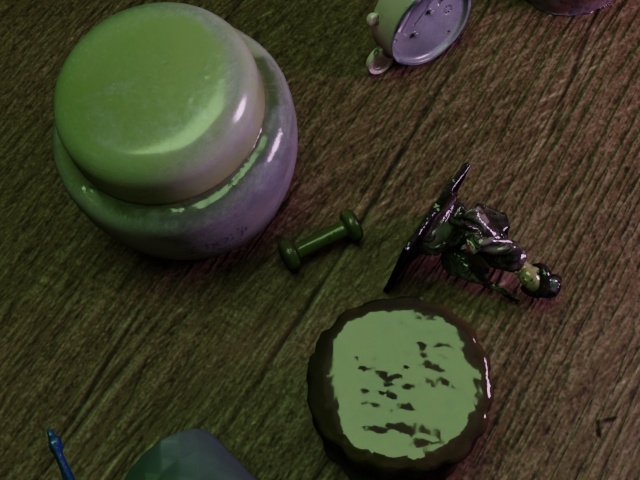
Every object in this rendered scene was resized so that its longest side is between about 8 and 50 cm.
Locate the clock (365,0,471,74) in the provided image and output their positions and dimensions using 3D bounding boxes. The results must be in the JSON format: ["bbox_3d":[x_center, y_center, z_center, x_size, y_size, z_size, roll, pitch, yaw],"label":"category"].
[{"bbox_3d":[0.151,-0.334,1.615,0.063,0.155,0.229,47,107,29],"label":"clock"}]

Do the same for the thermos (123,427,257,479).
[{"bbox_3d":[-0.098,0.359,1.218,0.145,0.182,0.286,-12,40,-42],"label":"thermos"}]

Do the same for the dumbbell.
[{"bbox_3d":[0.000,0.000,1.490,0.118,0.052,0.046,-26,86,-7],"label":"dumbbell"}]

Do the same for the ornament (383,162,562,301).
[{"bbox_3d":[0.213,0.031,1.404,0.196,0.166,0.153,33,68,8],"label":"ornament"}]

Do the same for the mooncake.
[{"bbox_3d":[0.095,0.189,1.321,0.228,0.124,0.228,-1,62,3],"label":"mooncake"}]

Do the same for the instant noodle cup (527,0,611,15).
[{"bbox_3d":[0.381,-0.470,1.638,0.217,0.207,0.217,-4,59,7],"label":"instant noodle cup"}]

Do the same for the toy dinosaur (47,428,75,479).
[{"bbox_3d":[-0.239,0.376,1.256,0.076,0.144,0.329,-23,71,-11],"label":"toy dinosaur"}]

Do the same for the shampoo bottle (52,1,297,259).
[{"bbox_3d":[-0.189,-0.136,1.457,0.322,0.317,0.322,-2,69,6],"label":"shampoo bottle"}]
